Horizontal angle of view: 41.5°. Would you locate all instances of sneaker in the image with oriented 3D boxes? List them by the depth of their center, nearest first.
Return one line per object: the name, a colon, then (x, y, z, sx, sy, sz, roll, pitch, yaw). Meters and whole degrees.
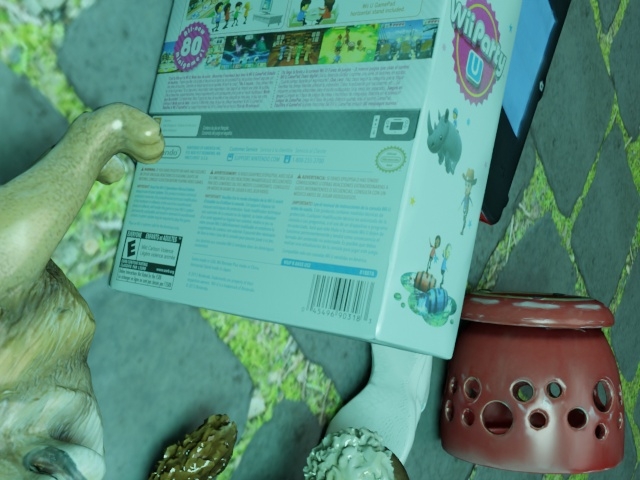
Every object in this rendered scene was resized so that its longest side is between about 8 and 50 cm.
sneaker: (0.068, 0.161, 0.796, 0.212, 0.080, 0.094, -66, 151, -23)

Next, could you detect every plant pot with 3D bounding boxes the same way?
plant pot: (0.228, 0.144, 0.903, 0.191, 0.191, 0.174, 4, 90, -53)

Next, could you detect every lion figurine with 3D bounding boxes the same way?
lion figurine: (-0.216, -0.027, 0.355, 0.392, 0.142, 0.240, 49, 63, -23)

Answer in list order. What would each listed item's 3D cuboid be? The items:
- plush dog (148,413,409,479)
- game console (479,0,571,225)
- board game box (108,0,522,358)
plush dog: (-0.057, 0.256, 0.590, 0.225, 0.210, 0.262, 34, 39, -35)
game console: (0.182, -0.256, 0.890, 0.342, 0.060, 0.387, 44, 62, -46)
board game box: (-0.001, -0.097, 0.536, 0.097, 0.224, 0.303, 19, 81, -51)
